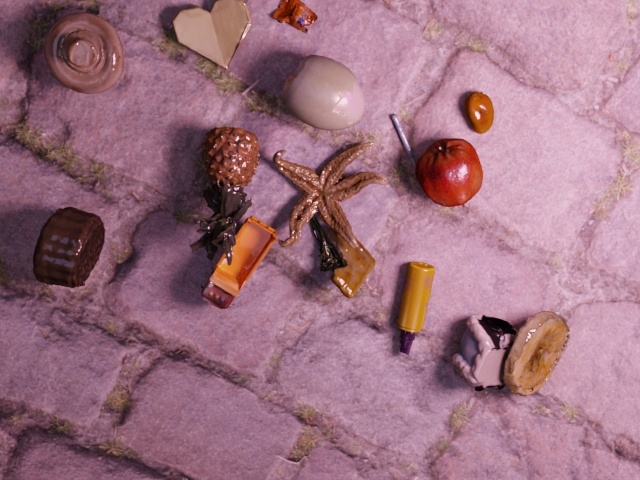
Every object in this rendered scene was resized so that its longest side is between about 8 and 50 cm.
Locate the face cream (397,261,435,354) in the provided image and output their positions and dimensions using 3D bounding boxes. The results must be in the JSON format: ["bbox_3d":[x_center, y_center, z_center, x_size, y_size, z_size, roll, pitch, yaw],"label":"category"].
[{"bbox_3d":[0.267,0.200,2.040,0.078,0.078,0.273,9,103,-2],"label":"face cream"}]

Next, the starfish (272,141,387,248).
[{"bbox_3d":[0.004,-0.134,1.950,0.327,0.094,0.375,30,93,1],"label":"starfish"}]

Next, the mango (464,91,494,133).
[{"bbox_3d":[0.430,-0.345,1.915,0.080,0.060,0.114,-13,102,-12],"label":"mango"}]

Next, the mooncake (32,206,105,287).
[{"bbox_3d":[-0.676,0.023,1.932,0.124,0.228,0.228,16,103,2],"label":"mooncake"}]

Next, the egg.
[{"bbox_3d":[0.016,-0.377,1.851,0.217,0.183,0.183,33,102,-15],"label":"egg"}]

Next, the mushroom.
[{"bbox_3d":[-0.616,-0.473,1.831,0.206,0.209,0.206,4,130,4],"label":"mushroom"}]

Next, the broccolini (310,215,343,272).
[{"bbox_3d":[-0.003,0.002,2.005,0.074,0.058,0.201,-25,100,20],"label":"broccolini"}]

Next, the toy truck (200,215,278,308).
[{"bbox_3d":[-0.229,0.062,1.982,0.114,0.135,0.270,33,102,-8],"label":"toy truck"}]

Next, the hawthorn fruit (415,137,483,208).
[{"bbox_3d":[0.357,-0.170,1.907,0.179,0.179,0.200,-31,118,8],"label":"hawthorn fruit"}]

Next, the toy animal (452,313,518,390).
[{"bbox_3d":[0.471,0.319,2.023,0.208,0.156,0.204,6,111,-40],"label":"toy animal"}]

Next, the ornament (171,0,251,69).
[{"bbox_3d":[-0.278,-0.543,1.879,0.201,0.059,0.180,-13,104,7],"label":"ornament"}]

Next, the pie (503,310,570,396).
[{"bbox_3d":[0.617,0.319,2.007,0.274,0.055,0.274,-19,122,-35],"label":"pie"}]

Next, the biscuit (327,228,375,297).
[{"bbox_3d":[0.068,0.055,1.970,0.174,0.183,0.039,47,135,-13],"label":"biscuit"}]

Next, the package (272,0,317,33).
[{"bbox_3d":[-0.067,-0.597,1.872,0.111,0.033,0.077,33,111,-2],"label":"package"}]

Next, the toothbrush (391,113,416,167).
[{"bbox_3d":[0.244,-0.249,1.961,0.016,0.019,0.219,-22,103,11],"label":"toothbrush"}]

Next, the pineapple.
[{"bbox_3d":[-0.249,-0.117,1.885,0.165,0.165,0.364,6,84,-1],"label":"pineapple"}]
